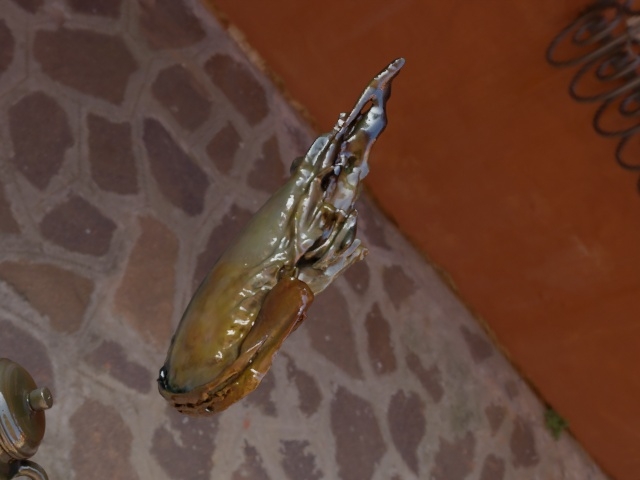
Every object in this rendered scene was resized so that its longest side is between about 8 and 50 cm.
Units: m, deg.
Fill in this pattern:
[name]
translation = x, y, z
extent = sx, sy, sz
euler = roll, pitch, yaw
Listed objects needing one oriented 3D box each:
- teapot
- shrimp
[teapot]
translation = -0.441, 0.248, 1.161
extent = 0.185, 0.175, 0.267
euler = -100, 172, -71
[shrimp]
translation = 0.001, 0.000, 0.524
extent = 0.066, 0.117, 0.262
euler = 43, 79, -32
